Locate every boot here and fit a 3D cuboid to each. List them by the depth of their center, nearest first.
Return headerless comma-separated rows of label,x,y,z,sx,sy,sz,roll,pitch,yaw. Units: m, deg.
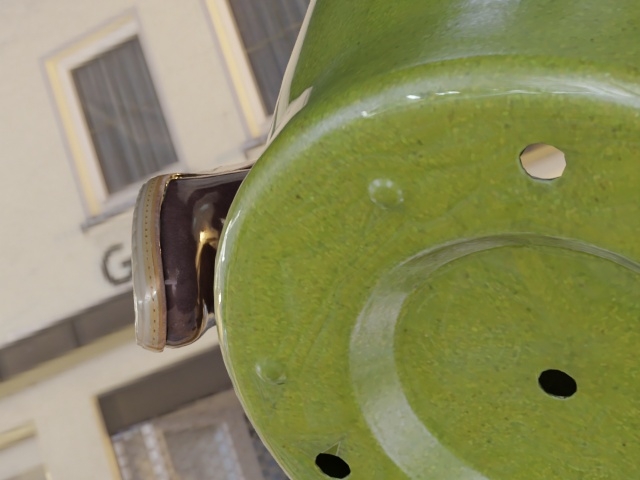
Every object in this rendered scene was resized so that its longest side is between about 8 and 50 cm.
boot,0.000,0.000,0.725,0.207,0.090,0.248,2,19,3

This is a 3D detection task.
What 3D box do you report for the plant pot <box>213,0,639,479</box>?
plant pot,0.132,-0.045,0.496,0.366,0.366,0.353,-30,17,39
